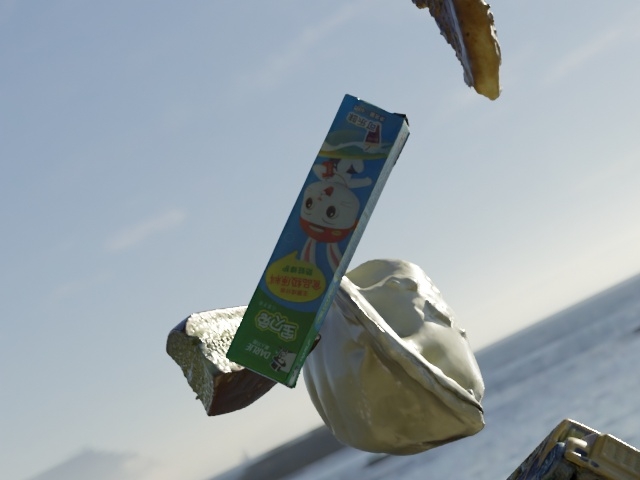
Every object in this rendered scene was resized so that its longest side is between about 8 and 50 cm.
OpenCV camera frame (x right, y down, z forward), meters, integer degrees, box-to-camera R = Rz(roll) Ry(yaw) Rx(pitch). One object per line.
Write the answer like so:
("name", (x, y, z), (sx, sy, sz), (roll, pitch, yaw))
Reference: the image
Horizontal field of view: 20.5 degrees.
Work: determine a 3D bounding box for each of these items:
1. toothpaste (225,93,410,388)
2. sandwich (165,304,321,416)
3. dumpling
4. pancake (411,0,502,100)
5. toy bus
("toothpaste", (0.000, 0.000, 1.600), (0.050, 0.065, 0.267), (54, -119, -79))
("sandwich", (-0.097, 0.127, 1.963), (0.096, 0.094, 0.258), (-44, -16, 20))
("dumpling", (0.061, 0.132, 2.237), (0.233, 0.315, 0.395), (-46, 23, -1))
("pancake", (0.154, -0.330, 2.408), (0.057, 0.266, 0.244), (-27, 33, -22))
("toy bus", (0.223, 0.268, 1.681), (0.123, 0.121, 0.335), (-61, 0, -36))
